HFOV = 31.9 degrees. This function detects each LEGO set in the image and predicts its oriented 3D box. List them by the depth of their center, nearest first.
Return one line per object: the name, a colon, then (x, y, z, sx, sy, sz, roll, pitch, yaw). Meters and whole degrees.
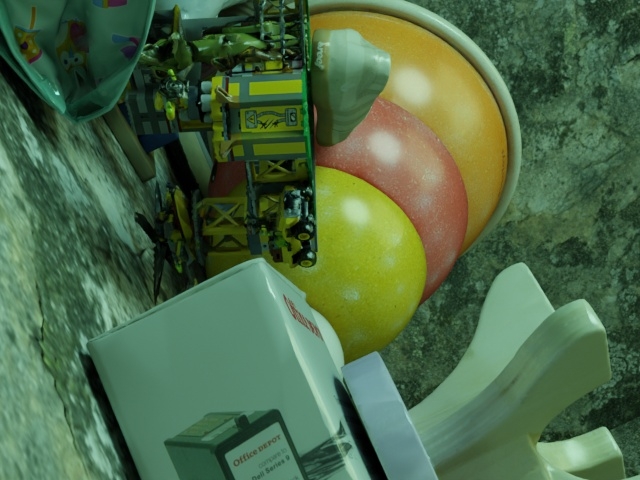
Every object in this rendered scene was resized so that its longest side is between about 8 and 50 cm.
LEGO set: (-0.104, -0.131, 0.899, 0.255, 0.192, 0.331, 85, 2, -64)

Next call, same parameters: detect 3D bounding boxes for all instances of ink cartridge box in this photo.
ink cartridge box: (-0.016, 0.176, 0.715, 0.211, 0.121, 0.289, 56, 8, -77)

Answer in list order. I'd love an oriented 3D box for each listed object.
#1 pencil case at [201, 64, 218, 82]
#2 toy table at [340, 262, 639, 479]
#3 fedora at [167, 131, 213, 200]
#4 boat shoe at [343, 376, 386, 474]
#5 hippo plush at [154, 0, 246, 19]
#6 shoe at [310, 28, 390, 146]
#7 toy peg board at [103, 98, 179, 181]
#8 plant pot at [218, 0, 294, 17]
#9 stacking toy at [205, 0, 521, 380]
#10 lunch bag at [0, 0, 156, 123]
pencil case: (-0.193, -0.294, 1.521, 0.284, 0.124, 0.124, 54, 11, -77)
toy table: (0.126, 0.146, 0.766, 0.274, 0.160, 0.252, 66, 0, -64)
fedora: (-0.078, -0.080, 1.445, 0.334, 0.152, 0.334, -25, 90, -87)
boat shoe: (0.004, 0.184, 1.290, 0.103, 0.113, 0.302, 38, -15, 46)
hippo plush: (-0.147, -0.361, 1.229, 0.234, 0.236, 0.294, 32, 41, -10)
shoe: (0.024, -0.120, 0.904, 0.219, 0.058, 0.077, 65, 22, -87)
toy peg board: (-0.182, -0.171, 1.111, 0.161, 0.079, 0.161, 62, 4, -31)
plant pot: (-0.061, -0.265, 1.464, 0.237, 0.110, 0.237, 37, -22, 18)
stacking toy: (0.000, 0.000, 1.070, 0.351, 0.350, 0.480, 63, 26, -25)
lunch bag: (-0.188, -0.246, 0.813, 0.223, 0.160, 0.262, -113, -157, -50)
